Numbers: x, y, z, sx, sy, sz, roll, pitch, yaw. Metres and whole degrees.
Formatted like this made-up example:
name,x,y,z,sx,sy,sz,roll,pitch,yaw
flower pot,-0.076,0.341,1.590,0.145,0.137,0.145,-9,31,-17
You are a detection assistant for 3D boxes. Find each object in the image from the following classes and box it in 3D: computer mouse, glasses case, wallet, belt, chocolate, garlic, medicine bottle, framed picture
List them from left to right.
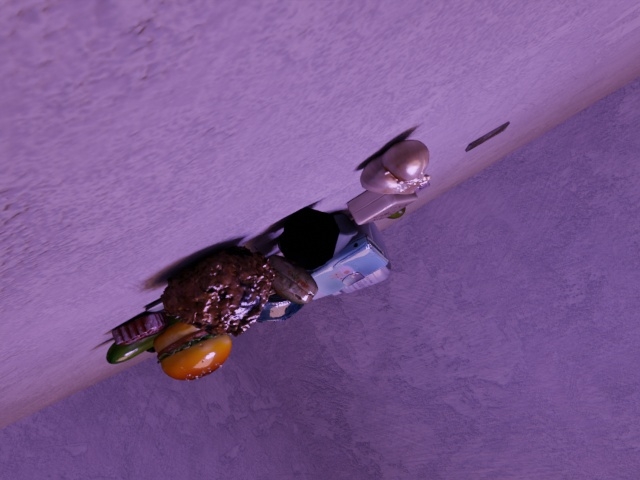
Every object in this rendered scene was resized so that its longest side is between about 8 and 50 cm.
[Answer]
name,x,y,z,sx,sy,sz,roll,pitch,yaw
belt,-0.167,0.161,1.818,0.268,0.206,0.116,-19,137,-34
glasses case,-0.095,0.108,1.558,0.098,0.156,0.425,-52,-177,-7
chocolate,-0.048,-0.009,1.404,0.156,0.156,0.133,-28,-164,-16
computer mouse,0.000,0.004,1.695,0.203,0.114,0.374,-31,175,21
medicine bottle,0.077,0.071,2.026,0.306,0.245,0.245,-22,177,16
wallet,0.080,0.082,1.815,0.251,0.075,0.176,-29,146,16
glasses case,0.203,-0.123,1.759,0.144,0.076,0.336,-32,174,23
garlic,0.164,-0.161,1.203,0.124,0.099,0.174,-2,156,-33
framed picture,0.561,-0.347,1.885,0.149,0.011,0.109,-30,175,5

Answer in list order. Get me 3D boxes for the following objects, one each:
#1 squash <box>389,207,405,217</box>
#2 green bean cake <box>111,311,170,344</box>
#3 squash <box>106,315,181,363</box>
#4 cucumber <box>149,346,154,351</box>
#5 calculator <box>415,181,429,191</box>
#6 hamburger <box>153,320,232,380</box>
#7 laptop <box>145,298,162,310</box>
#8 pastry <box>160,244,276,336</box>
name,x,y,z,sx,sy,sz,roll,pitch,yaw
squash,0.277,-0.123,2.117,0.087,0.087,0.331,-30,176,13
green bean cake,-0.513,0.254,1.613,0.136,0.056,0.135,-23,173,5
squash,-0.560,0.310,1.807,0.293,0.082,0.082,-26,174,-41
cucumber,-0.634,0.379,2.115,0.081,0.072,0.303,-25,173,-21
calculator,0.370,-0.200,2.137,0.100,0.032,0.175,-30,175,12
hamburger,-0.373,0.329,1.690,0.246,0.169,0.246,-23,166,-6
laptop,-0.356,0.134,1.582,0.269,0.015,0.187,-28,175,-10
pastry,-0.225,0.129,1.280,0.275,0.192,0.275,-30,176,-2
